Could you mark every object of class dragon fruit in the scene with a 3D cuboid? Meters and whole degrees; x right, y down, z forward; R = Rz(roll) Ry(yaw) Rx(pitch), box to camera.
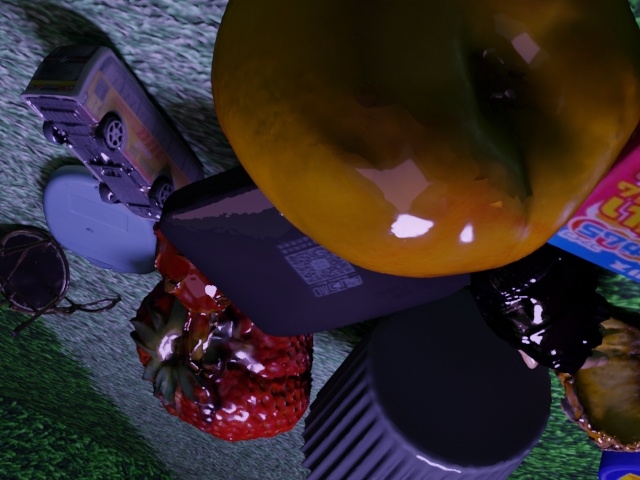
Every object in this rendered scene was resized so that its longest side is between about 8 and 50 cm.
[{"bbox_3d":[-0.155,0.057,1.251,0.125,0.246,0.125,8,-174,34],"label":"dragon fruit"}]

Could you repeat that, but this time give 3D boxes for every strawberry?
[{"bbox_3d":[-0.125,0.162,1.430,0.238,0.250,0.288,14,-173,36],"label":"strawberry"}]

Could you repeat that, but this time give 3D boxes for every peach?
[{"bbox_3d":[0.065,-0.124,0.708,0.289,0.289,0.308,33,178,-25],"label":"peach"}]

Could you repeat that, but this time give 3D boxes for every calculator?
[{"bbox_3d":[-0.316,-0.019,1.413,0.188,0.042,0.303,19,151,0],"label":"calculator"}]

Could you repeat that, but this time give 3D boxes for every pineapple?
[{"bbox_3d":[0.395,0.210,1.214,0.334,0.158,0.161,23,157,1],"label":"pineapple"}]

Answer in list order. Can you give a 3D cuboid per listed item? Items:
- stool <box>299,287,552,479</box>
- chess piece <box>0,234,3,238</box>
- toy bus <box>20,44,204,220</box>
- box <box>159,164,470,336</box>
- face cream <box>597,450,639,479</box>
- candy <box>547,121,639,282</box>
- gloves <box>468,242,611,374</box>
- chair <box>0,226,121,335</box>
[{"bbox_3d":[0.145,0.241,1.333,0.297,0.297,0.330,20,148,-1],"label":"stool"},{"bbox_3d":[-0.550,-0.012,1.601,0.035,0.035,0.092,3,145,30],"label":"chess piece"},{"bbox_3d":[-0.226,-0.114,1.101,0.092,0.106,0.268,6,153,26],"label":"toy bus"},{"bbox_3d":[0.000,0.000,1.117,0.289,0.073,0.289,-17,139,20],"label":"box"},{"bbox_3d":[0.520,0.325,1.413,0.205,0.111,0.206,17,153,9],"label":"face cream"},{"bbox_3d":[0.327,-0.066,0.820,0.157,0.100,0.306,22,155,-6],"label":"candy"},{"bbox_3d":[0.266,0.077,1.099,0.203,0.124,0.164,41,125,-8],"label":"gloves"},{"bbox_3d":[-0.474,0.061,1.575,0.159,0.170,0.325,-3,-171,18],"label":"chair"}]
